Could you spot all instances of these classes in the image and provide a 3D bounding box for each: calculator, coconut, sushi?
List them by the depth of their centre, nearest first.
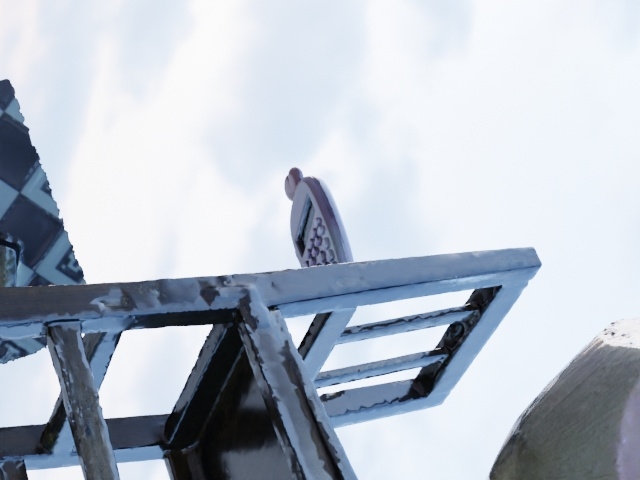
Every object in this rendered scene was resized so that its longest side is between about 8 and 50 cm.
[{"bbox_3d":[0.205,0.149,0.913,0.227,0.230,0.227,-165,-90,-89],"label":"coconut"},{"bbox_3d":[-0.313,0.016,1.284,0.047,0.231,0.220,-138,-152,-74],"label":"sushi"},{"bbox_3d":[0.000,0.000,1.519,0.103,0.024,0.166,106,-31,-52],"label":"calculator"}]

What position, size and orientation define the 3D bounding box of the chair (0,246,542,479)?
[{"bbox_3d":[-0.029,0.161,1.011,0.241,0.416,0.203,67,-33,33],"label":"chair"}]
